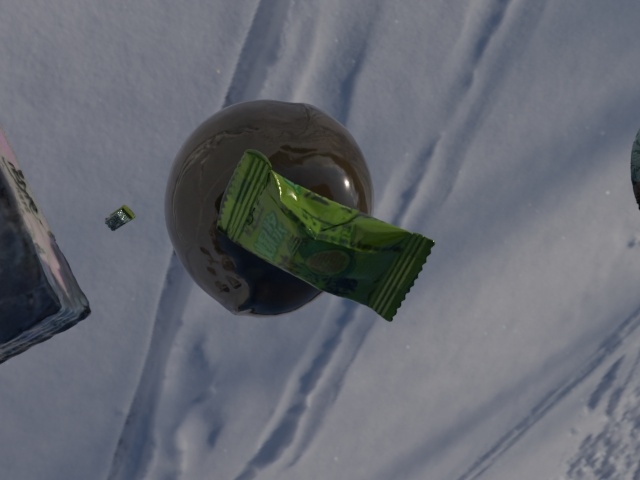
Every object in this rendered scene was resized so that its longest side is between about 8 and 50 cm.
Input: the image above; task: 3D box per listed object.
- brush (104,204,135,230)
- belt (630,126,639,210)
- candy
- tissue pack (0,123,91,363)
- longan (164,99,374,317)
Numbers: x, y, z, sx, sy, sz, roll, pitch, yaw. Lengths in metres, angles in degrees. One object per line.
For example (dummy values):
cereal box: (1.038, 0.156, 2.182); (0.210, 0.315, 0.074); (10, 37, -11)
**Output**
brush: (-0.230, -0.021, 0.850); (0.018, 0.083, 0.021); (50, 63, -15)
belt: (0.357, -0.064, 0.690); (0.199, 0.078, 0.151); (10, 84, -38)
candy: (0.000, 0.000, 0.872); (0.247, 0.069, 0.149); (23, 137, -5)
tissue pack: (-0.407, 0.031, 0.622); (0.362, 0.259, 0.122); (-27, 176, -3)
longan: (-0.075, -0.047, 1.098); (0.319, 0.319, 0.318); (-24, 142, -20)
